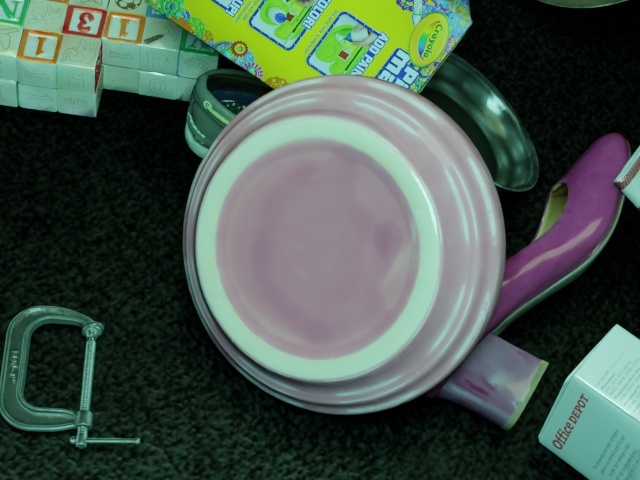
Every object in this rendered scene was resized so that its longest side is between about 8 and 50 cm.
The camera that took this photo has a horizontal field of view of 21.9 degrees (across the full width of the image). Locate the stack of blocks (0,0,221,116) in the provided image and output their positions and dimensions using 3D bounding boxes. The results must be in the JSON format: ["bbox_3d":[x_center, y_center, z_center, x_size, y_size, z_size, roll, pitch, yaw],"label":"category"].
[{"bbox_3d":[-0.256,-0.230,1.827,0.297,0.087,0.171,8,56,-3],"label":"stack of blocks"}]

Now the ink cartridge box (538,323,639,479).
[{"bbox_3d":[0.327,0.196,1.598,0.203,0.148,0.086,37,60,15],"label":"ink cartridge box"}]

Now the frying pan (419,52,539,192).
[{"bbox_3d":[0.164,-0.082,1.759,0.197,0.053,0.326,29,36,-30],"label":"frying pan"}]

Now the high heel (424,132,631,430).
[{"bbox_3d":[0.191,0.003,1.714,0.181,0.127,0.377,29,59,1],"label":"high heel"}]

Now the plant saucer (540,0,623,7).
[{"bbox_3d":[0.342,-0.417,1.971,0.310,0.050,0.311,-16,54,23],"label":"plant saucer"}]

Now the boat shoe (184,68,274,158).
[{"bbox_3d":[0.002,-0.104,1.781,0.305,0.091,0.109,17,55,3],"label":"boat shoe"}]

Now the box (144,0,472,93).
[{"bbox_3d":[-0.007,-0.284,1.728,0.279,0.177,0.290,33,23,-13],"label":"box"}]

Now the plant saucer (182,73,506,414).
[{"bbox_3d":[0.009,0.006,1.588,0.332,0.332,0.084,38,16,16],"label":"plant saucer"}]

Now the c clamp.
[{"bbox_3d":[-0.248,0.134,1.630,0.137,0.022,0.161,-3,58,-5],"label":"c clamp"}]

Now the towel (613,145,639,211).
[{"bbox_3d":[0.480,-0.021,1.770,0.329,0.037,0.237,43,57,-5],"label":"towel"}]
